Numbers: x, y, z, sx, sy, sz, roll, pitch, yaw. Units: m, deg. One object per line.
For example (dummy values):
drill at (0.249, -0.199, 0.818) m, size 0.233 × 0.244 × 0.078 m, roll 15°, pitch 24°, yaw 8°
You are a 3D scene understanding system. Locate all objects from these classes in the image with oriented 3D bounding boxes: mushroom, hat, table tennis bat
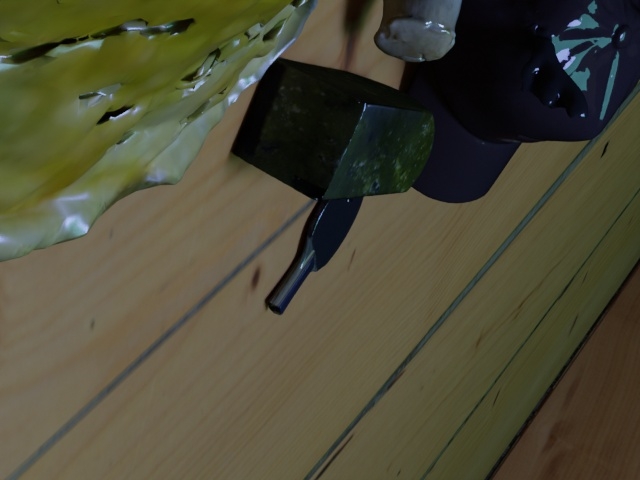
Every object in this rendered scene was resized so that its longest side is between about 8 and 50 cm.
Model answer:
mushroom at (0.122, -0.263, 1.022) m, size 0.278 × 0.096 × 0.099 m, roll -57°, pitch 160°, yaw -2°
hat at (0.212, -0.144, 1.180) m, size 0.238 × 0.209 × 0.336 m, roll -14°, pitch 131°, yaw -36°
table tennis bat at (0.000, 0.000, 1.191) m, size 0.158 × 0.014 × 0.095 m, roll -56°, pitch 162°, yaw -23°

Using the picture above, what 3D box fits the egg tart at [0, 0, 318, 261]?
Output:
egg tart at (-0.058, -0.196, 0.336) m, size 0.443 × 0.178 × 0.443 m, roll -25°, pitch 120°, yaw -52°

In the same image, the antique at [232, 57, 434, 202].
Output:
antique at (0.024, -0.086, 1.031) m, size 0.080 × 0.081 × 0.221 m, roll -65°, pitch 162°, yaw 14°
